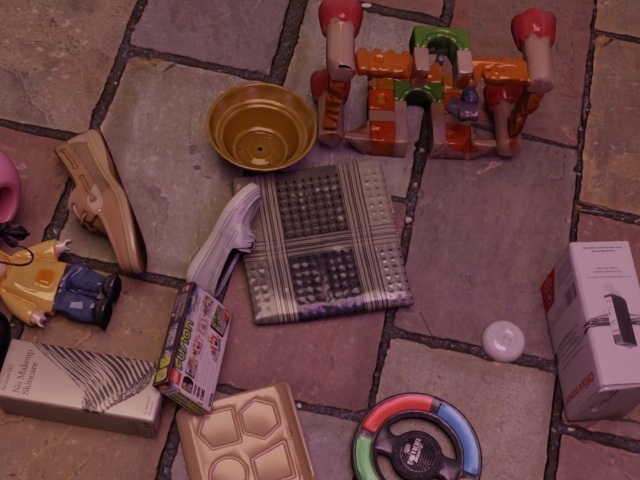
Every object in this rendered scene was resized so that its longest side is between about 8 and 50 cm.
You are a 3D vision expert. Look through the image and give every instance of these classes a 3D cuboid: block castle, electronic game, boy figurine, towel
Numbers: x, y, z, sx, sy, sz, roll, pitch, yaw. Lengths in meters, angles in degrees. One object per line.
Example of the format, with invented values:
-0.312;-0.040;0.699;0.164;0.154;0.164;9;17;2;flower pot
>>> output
0.213;-0.332;1.880;0.453;0.303;0.212;2;62;-4;block castle
0.167;0.374;1.650;0.229;0.048;0.229;2;63;-3;electronic game
-0.509;0.069;1.736;0.285;0.092;0.177;17;66;2;boy figurine
0.000;0.000;1.840;0.312;0.056;0.324;-8;66;-5;towel

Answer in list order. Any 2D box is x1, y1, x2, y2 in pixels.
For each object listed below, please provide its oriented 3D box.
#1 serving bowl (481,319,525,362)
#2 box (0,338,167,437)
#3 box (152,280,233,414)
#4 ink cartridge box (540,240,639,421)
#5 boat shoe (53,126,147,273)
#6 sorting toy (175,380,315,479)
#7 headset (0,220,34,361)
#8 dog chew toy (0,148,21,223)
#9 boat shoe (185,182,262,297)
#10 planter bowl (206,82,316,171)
0.343;0.184;1.774;0.083;0.027;0.083;2;63;-4;serving bowl
-0.406;0.255;1.642;0.275;0.094;0.113;8;61;0;box
-0.220;0.187;1.668;0.036;0.114;0.207;-19;44;33;box
0.494;0.164;1.700;0.114;0.197;0.272;-1;63;-5;ink cartridge box
-0.417;-0.064;1.803;0.110;0.121;0.341;-21;56;-10;boat shoe
-0.131;0.358;1.646;0.208;0.038;0.193;-15;64;-7;sorting toy
-0.633;0.114;1.586;0.394;0.185;0.243;-45;67;9;headset
-0.723;-0.119;1.764;0.332;0.206;0.206;23;63;17;dog chew toy
-0.161;0.004;1.776;0.081;0.079;0.227;31;88;16;boat shoe
-0.120;-0.204;1.904;0.217;0.090;0.217;3;59;-5;planter bowl
